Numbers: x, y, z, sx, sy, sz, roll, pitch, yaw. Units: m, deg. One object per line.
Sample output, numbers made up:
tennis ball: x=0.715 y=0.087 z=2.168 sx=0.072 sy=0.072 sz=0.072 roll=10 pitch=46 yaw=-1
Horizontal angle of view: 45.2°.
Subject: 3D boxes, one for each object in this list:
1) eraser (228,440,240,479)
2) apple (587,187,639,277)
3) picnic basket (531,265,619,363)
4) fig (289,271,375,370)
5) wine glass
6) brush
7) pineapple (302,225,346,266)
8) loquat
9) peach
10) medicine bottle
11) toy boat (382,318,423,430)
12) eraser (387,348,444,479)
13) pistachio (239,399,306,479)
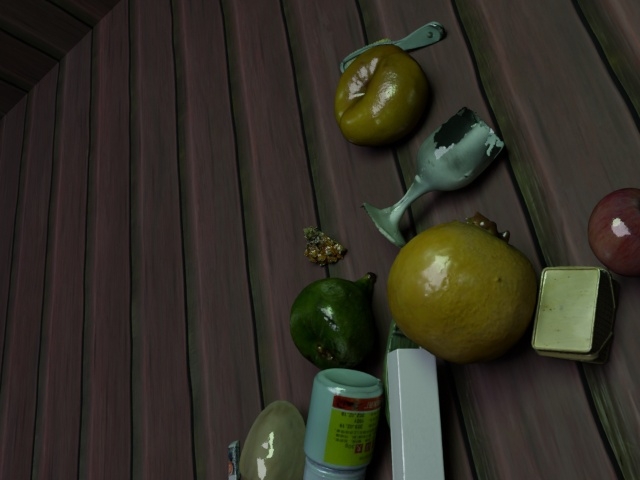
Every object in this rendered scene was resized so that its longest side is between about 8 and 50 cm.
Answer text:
eraser: x=-0.202 y=0.517 z=1.796 sx=0.027 sy=0.019 sz=0.099 roll=-26 pitch=55 yaw=33
apple: x=0.514 y=-0.009 z=1.267 sx=0.120 sy=0.153 sz=0.153 roll=113 pitch=148 yaw=-44
picnic basket: x=0.438 y=0.127 z=1.321 sx=0.115 sy=0.079 sz=0.164 roll=0 pitch=70 yaw=45
fig: x=0.058 y=0.160 z=1.644 sx=0.203 sy=0.235 sz=0.203 roll=24 pitch=129 yaw=34
wine glass: x=0.234 y=-0.131 z=1.611 sx=0.321 sy=0.143 sz=0.143 roll=-48 pitch=45 yaw=15
brush: x=0.178 y=-0.480 z=1.900 sx=0.297 sy=0.068 sz=0.060 roll=-14 pitch=39 yaw=35
pineapple: x=0.000 y=0.000 z=1.805 sx=0.114 sy=0.114 sz=0.077 roll=-7 pitch=47 yaw=38
loquat: x=0.252 y=0.082 z=1.387 sx=0.275 sy=0.275 sz=0.274 roll=-21 pitch=57 yaw=36
peach: x=0.136 y=-0.336 z=1.798 sx=0.251 sy=0.153 sz=0.251 roll=-24 pitch=48 yaw=30
medicine bottle: x=0.041 y=0.374 z=1.506 sx=0.139 sy=0.139 sz=0.225 roll=18 pitch=102 yaw=47
toy boat: x=0.164 y=0.262 z=1.515 sx=0.055 sy=0.093 sz=0.293 roll=-23 pitch=57 yaw=56
eraser: x=0.174 y=0.352 z=1.415 sx=0.076 sy=0.078 sz=0.298 roll=122 pitch=147 yaw=-71
pistachio: x=-0.097 y=0.458 z=1.651 sx=0.152 sy=0.126 sz=0.223 roll=-1 pitch=60 yaw=8
